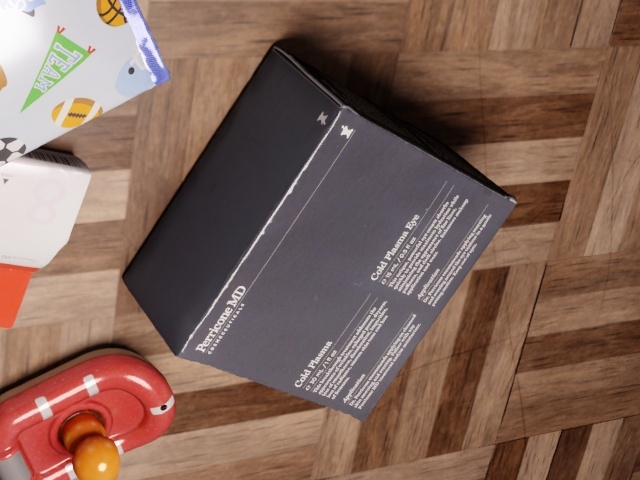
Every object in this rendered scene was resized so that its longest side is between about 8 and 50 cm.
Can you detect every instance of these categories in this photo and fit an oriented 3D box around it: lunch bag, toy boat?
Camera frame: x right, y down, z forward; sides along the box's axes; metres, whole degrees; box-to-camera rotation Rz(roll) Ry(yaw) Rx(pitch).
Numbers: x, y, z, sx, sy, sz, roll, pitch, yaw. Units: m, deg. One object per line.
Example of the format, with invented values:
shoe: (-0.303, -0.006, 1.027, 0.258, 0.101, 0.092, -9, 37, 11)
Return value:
lunch bag: (-0.361, -0.258, 1.155, 0.328, 0.239, 0.385, -32, 139, -9)
toy boat: (-0.278, 0.235, 1.580, 0.231, 0.151, 0.151, -27, 130, -15)

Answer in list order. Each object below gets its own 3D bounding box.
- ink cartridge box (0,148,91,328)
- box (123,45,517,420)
ink cartridge box: (-0.375, 0.002, 1.435, 0.189, 0.066, 0.232, 9, 110, -36)
box: (0.000, 0.000, 1.582, 0.312, 0.179, 0.343, 25, 104, -41)
